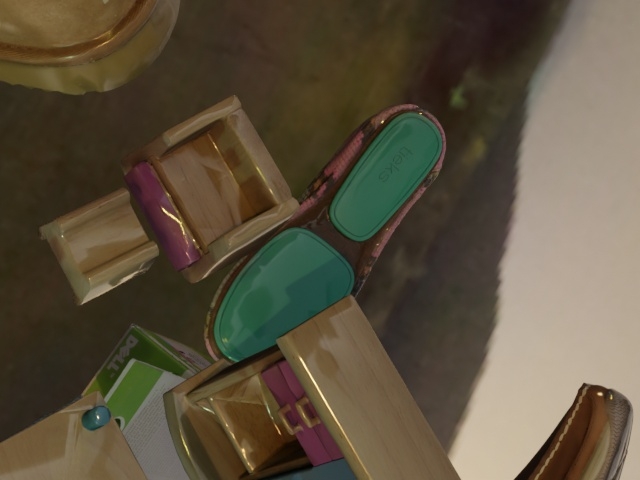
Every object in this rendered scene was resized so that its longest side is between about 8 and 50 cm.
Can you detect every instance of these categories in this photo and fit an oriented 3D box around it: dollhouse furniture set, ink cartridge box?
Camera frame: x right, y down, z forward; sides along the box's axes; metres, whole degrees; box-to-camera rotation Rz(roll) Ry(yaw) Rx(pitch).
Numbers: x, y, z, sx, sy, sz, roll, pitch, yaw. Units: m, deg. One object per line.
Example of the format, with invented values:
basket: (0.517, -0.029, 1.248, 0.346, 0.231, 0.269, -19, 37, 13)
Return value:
dollhouse furniture set: (-0.127, 0.134, 0.864, 0.303, 0.286, 0.198, -30, 180, -29)
ink cartridge box: (-0.178, 0.167, 1.381, 0.189, 0.097, 0.255, -54, 155, 1)

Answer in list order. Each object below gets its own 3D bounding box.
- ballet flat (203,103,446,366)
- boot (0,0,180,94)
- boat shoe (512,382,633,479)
ballet flat: (0.000, 0.000, 1.102, 0.221, 0.077, 0.079, -52, -168, -14)
boot: (-0.172, -0.156, 0.471, 0.269, 0.236, 0.089, 66, 33, -58)
boat shoe: (0.111, 0.236, 1.171, 0.324, 0.116, 0.123, -60, 163, 0)
